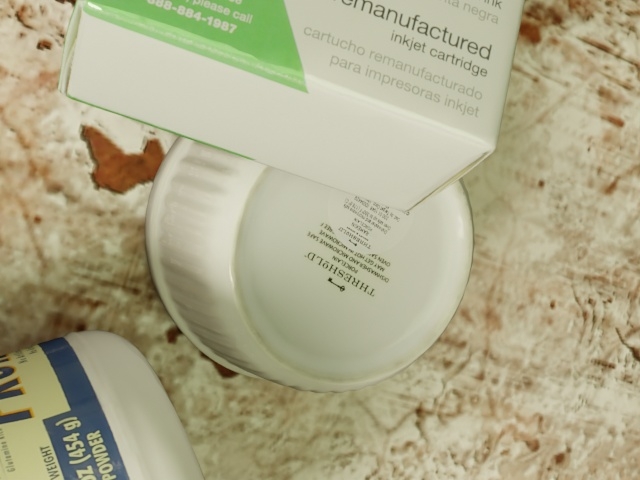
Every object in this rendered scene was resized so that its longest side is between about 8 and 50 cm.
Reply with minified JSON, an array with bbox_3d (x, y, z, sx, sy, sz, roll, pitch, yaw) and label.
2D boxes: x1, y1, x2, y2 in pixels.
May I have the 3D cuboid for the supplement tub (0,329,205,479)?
[{"bbox_3d":[-0.222,0.199,0.530,0.325,0.235,0.235,-17,105,-21],"label":"supplement tub"}]

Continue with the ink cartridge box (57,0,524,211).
[{"bbox_3d":[0.005,-0.191,0.566,0.211,0.121,0.289,17,72,-12],"label":"ink cartridge box"}]

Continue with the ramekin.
[{"bbox_3d":[0.000,0.000,0.668,0.207,0.109,0.207,-4,100,-23],"label":"ramekin"}]
